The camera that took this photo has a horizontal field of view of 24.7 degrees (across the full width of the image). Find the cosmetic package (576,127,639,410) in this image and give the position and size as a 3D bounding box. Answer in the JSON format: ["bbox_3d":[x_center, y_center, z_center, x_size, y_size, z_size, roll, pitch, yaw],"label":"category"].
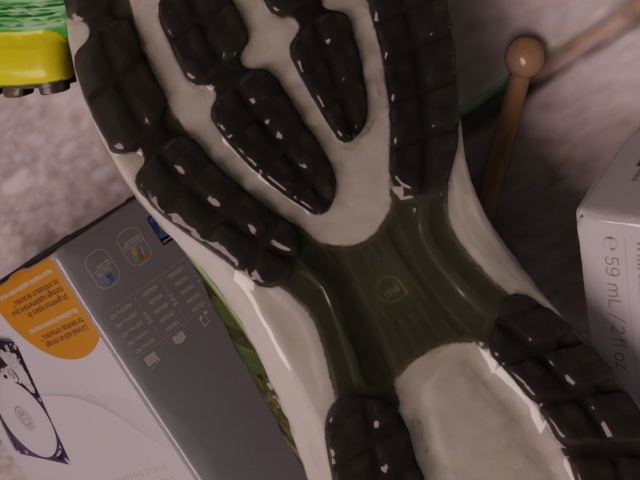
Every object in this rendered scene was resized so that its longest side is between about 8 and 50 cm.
[{"bbox_3d":[0.228,0.028,0.577,0.231,0.085,0.117,6,125,31],"label":"cosmetic package"}]

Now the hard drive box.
[{"bbox_3d":[-0.090,0.103,0.806,0.181,0.089,0.232,-25,100,52],"label":"hard drive box"}]

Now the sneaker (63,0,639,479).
[{"bbox_3d":[0.000,0.000,0.651,0.182,0.158,0.410,135,113,-79],"label":"sneaker"}]

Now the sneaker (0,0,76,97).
[{"bbox_3d":[-0.230,-0.153,0.736,0.343,0.134,0.146,-2,114,24],"label":"sneaker"}]

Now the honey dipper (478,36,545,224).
[{"bbox_3d":[0.080,-0.024,0.679,0.030,0.030,0.161,23,127,18],"label":"honey dipper"}]
